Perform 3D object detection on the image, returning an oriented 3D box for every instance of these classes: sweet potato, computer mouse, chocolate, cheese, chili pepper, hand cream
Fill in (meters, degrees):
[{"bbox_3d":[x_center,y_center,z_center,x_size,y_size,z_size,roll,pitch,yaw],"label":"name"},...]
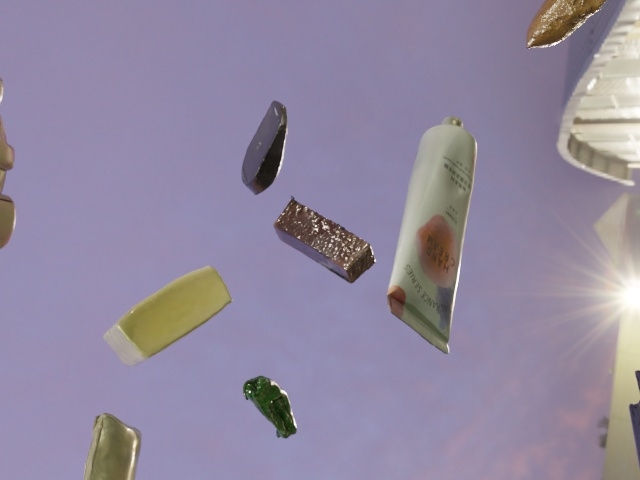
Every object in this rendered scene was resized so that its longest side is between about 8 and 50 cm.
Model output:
[{"bbox_3d":[0.318,-0.301,0.695,0.206,0.068,0.060,-54,-47,-9],"label":"sweet potato"},{"bbox_3d":[-0.148,-0.266,1.693,0.087,0.168,0.295,14,-55,-26],"label":"computer mouse"},{"bbox_3d":[0.000,0.000,1.637,0.112,0.321,0.112,-48,-33,-16],"label":"chocolate"},{"bbox_3d":[-0.352,0.176,1.305,0.242,0.265,0.124,-38,-86,-30],"label":"cheese"},{"bbox_3d":[-0.126,0.435,1.498,0.100,0.074,0.257,-47,-57,-27],"label":"chili pepper"},{"bbox_3d":[0.152,-0.033,0.735,0.124,0.077,0.341,39,-130,-33],"label":"hand cream"}]

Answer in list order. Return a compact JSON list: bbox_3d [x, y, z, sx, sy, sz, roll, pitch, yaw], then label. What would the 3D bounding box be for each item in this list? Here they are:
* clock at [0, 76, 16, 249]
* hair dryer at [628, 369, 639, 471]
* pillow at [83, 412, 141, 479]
[{"bbox_3d":[-0.631,-0.127,0.956,0.114,0.283,0.310,14,-107,-59],"label":"clock"},{"bbox_3d":[0.365,0.320,0.641,0.320,0.155,0.284,122,165,-60],"label":"hair dryer"},{"bbox_3d":[-0.371,0.412,1.020,0.119,0.053,0.208,51,-156,-42],"label":"pillow"}]
